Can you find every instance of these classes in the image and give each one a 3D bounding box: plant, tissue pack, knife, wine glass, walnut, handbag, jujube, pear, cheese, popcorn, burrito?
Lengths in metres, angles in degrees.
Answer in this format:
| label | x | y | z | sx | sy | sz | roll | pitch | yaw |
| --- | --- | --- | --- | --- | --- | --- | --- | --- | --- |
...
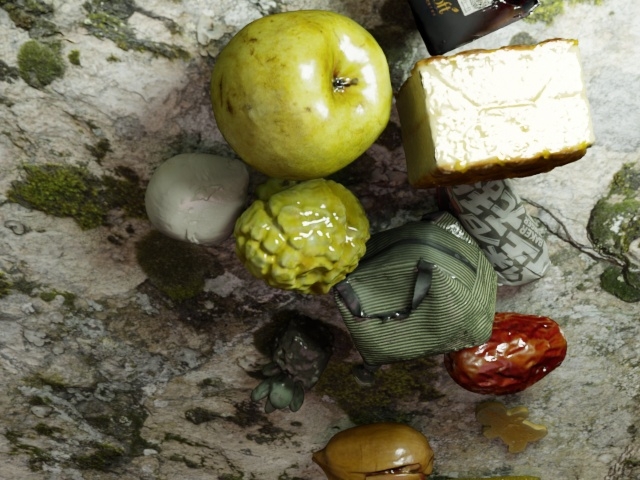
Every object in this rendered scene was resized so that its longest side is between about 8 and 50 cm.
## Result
| label | x | y | z | sx | sy | sz | roll | pitch | yaw |
| --- | --- | --- | --- | --- | --- | --- | --- | --- | --- |
| plant | -0.075 | 0.311 | 1.891 | 0.147 | 0.149 | 0.274 | 25 | 122 | -2 |
| tissue pack | 0.192 | -0.497 | 1.213 | 0.210 | 0.198 | 0.370 | -23 | 126 | 13 |
| knife | 0.273 | -0.059 | 1.686 | 0.036 | 0.018 | 0.247 | -10 | 131 | 2 |
| wine glass | 0.141 | 0.290 | 1.927 | 0.072 | 0.072 | 0.155 | 19 | 126 | -16 |
| walnut | 0.139 | 0.594 | 2.096 | 0.337 | 0.209 | 0.208 | -1 | 130 | 15 |
| handbag | 0.187 | 0.097 | 1.656 | 0.341 | 0.247 | 0.240 | -15 | 128 | 27 |
| jujube | 0.437 | 0.263 | 1.845 | 0.291 | 0.197 | 0.197 | -11 | 130 | -13 |
| pear | -0.042 | -0.246 | 1.351 | 0.304 | 0.303 | 0.303 | -1 | 129 | -1 |
| cheese | -0.252 | -0.087 | 1.553 | 0.189 | 0.154 | 0.198 | 3 | 128 | -30 |
| popcorn | -0.036 | -0.018 | 1.540 | 0.258 | 0.270 | 0.224 | 30 | 140 | 2 |
| burrito | 0.356 | -0.062 | 1.632 | 0.139 | 0.101 | 0.445 | -27 | 125 | 15 |

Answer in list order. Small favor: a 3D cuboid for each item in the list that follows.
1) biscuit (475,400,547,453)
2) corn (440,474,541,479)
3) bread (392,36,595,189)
| label | x | y | z | sx | sy | sz | roll | pitch | yaw |
| --- | --- | --- | --- | --- | --- | --- | --- | --- | --- |
| biscuit | 0.515 | 0.505 | 2.137 | 0.234 | 0.030 | 0.153 | 34 | 119 | -25 |
| corn | 0.490 | 0.758 | 2.280 | 0.345 | 0.131 | 0.131 | -5 | 129 | 1 |
| bread | 0.293 | -0.209 | 1.364 | 0.279 | 0.279 | 0.206 | -9 | 86 | -6 |
